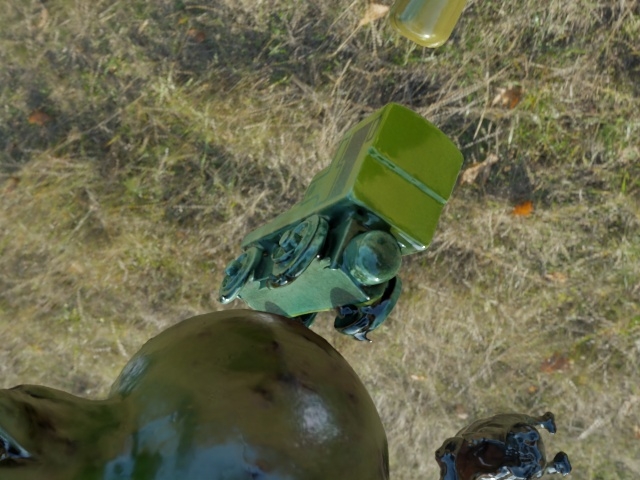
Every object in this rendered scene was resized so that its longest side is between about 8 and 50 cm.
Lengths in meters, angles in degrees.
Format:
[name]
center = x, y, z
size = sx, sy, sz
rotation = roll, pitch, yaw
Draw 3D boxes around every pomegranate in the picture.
[pomegranate]
center = -0.087, 0.173, 0.431
size = 0.242, 0.306, 0.242
rotation = 4, 96, 39

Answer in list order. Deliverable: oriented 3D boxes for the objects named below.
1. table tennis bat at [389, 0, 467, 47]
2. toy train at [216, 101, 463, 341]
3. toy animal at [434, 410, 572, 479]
[table tennis bat]
center = 0.147, -0.286, 0.461
size = 0.198, 0.050, 0.320
rotation = 30, 120, -3
[toy train]
center = 0.000, 0.000, 0.815
size = 0.150, 0.237, 0.369
rotation = 33, 157, -18
[toy animal]
center = 0.251, 0.292, 0.893
size = 0.168, 0.106, 0.343
rotation = -16, 158, 10
